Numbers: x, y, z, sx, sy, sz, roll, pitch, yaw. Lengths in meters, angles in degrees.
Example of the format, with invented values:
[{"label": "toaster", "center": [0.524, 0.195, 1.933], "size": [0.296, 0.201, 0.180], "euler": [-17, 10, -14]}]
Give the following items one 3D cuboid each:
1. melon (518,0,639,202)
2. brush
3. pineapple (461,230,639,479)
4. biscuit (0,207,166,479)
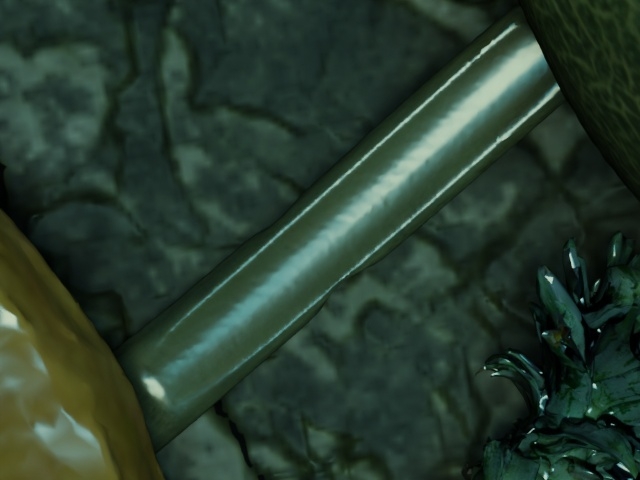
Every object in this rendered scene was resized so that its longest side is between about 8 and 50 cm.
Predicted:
[{"label": "melon", "center": [0.162, -0.098, 0.426], "size": [0.237, 0.237, 0.302], "euler": [-34, 93, 0]}, {"label": "brush", "center": [0.000, 0.000, 0.533], "size": [0.190, 0.027, 0.034], "euler": [-41, 91, 8]}, {"label": "pineapple", "center": [0.050, 0.102, 0.502], "size": [0.083, 0.103, 0.221], "euler": [33, 93, 9]}, {"label": "biscuit", "center": [-0.233, 0.106, 0.499], "size": [0.365, 0.062, 0.385], "euler": [-38, 103, 3]}]
